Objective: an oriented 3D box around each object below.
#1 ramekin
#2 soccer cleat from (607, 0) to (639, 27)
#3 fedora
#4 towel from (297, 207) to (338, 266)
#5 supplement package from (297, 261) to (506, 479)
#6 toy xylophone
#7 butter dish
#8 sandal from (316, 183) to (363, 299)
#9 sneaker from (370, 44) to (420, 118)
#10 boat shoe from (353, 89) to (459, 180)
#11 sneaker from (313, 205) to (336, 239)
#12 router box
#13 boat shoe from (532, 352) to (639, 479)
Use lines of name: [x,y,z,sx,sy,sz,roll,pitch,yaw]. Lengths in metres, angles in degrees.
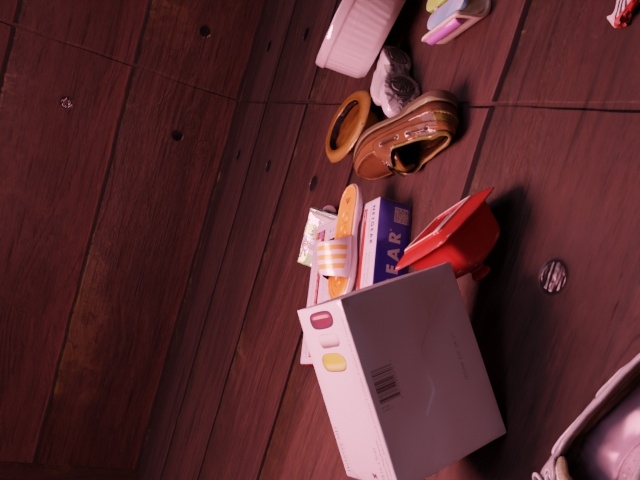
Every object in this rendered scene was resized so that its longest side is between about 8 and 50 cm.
ramekin: [0.104,-0.521,1.394,0.273,0.127,0.273,-62,5,9]
soccer cleat: [0.425,-0.332,0.786,0.036,0.029,0.083,-110,36,-46]
fedora: [0.088,-0.276,1.442,0.194,0.079,0.195,-42,37,43]
towel: [0.000,0.000,1.486,0.113,0.023,0.152,20,100,34]
supplement package: [0.116,0.192,0.853,0.145,0.203,0.262,-27,80,61]
toy xylophone: [0.293,-0.551,1.134,0.236,0.081,0.323,-31,50,58]
butter dish: [0.228,0.014,0.939,0.160,0.118,0.160,-41,-1,-31]
sandal: [0.028,0.001,1.216,0.102,0.076,0.266,-24,56,61]
sneaker: [0.162,-0.339,1.324,0.115,0.090,0.232,119,162,-46]
boat shoe: [0.160,-0.188,1.193,0.307,0.110,0.105,-38,43,55]
sneaker: [0.014,-0.036,1.533,0.057,0.047,0.120,-86,15,-81]
router box: [0.071,0.108,1.264,0.301,0.082,0.336,-23,56,61]
boat shoe: [0.309,0.242,0.631,0.321,0.103,0.118,-63,27,26]
